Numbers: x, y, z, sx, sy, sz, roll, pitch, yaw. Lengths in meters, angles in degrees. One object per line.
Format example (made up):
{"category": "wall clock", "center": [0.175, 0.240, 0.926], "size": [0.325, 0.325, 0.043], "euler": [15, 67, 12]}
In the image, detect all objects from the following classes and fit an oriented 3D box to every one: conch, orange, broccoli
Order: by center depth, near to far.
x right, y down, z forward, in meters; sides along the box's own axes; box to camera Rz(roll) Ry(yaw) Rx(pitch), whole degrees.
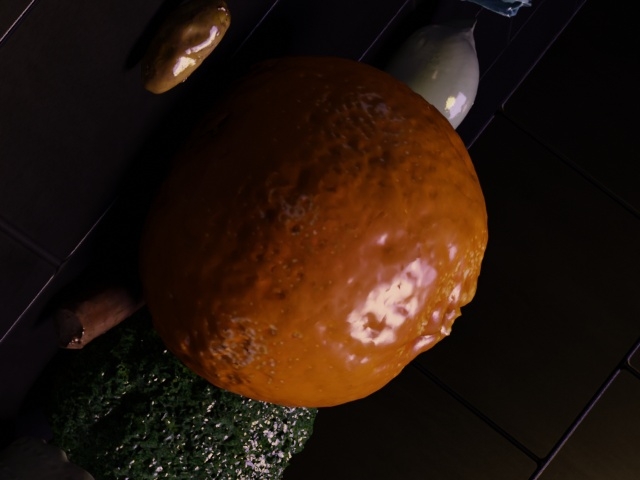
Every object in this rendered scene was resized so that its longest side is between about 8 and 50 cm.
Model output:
{"category": "orange", "center": [0.000, 0.000, 1.740], "size": [0.340, 0.293, 0.340], "euler": [-53, 167, -18]}
{"category": "broccoli", "center": [-0.153, 0.172, 1.956], "size": [0.308, 0.275, 0.307], "euler": [-10, 104, -42]}
{"category": "conch", "center": [0.143, -0.204, 2.316], "size": [0.185, 0.121, 0.221], "euler": [-52, 179, 0]}

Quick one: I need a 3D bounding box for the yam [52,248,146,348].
{"category": "yam", "center": [-0.190, 0.045, 1.792], "size": [0.057, 0.057, 0.241], "euler": [-56, 173, 28]}

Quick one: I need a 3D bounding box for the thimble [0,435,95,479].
{"category": "thimble", "center": [-0.290, 0.316, 1.853], "size": [0.172, 0.205, 0.250], "euler": [-39, -175, -19]}

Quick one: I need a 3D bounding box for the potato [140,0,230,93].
{"category": "potato", "center": [-0.106, -0.152, 1.413], "size": [0.092, 0.046, 0.045], "euler": [-44, -151, 12]}

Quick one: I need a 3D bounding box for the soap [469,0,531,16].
{"category": "soap", "center": [0.216, -0.369, 1.872], "size": [0.293, 0.156, 0.077], "euler": [-53, -179, 11]}
